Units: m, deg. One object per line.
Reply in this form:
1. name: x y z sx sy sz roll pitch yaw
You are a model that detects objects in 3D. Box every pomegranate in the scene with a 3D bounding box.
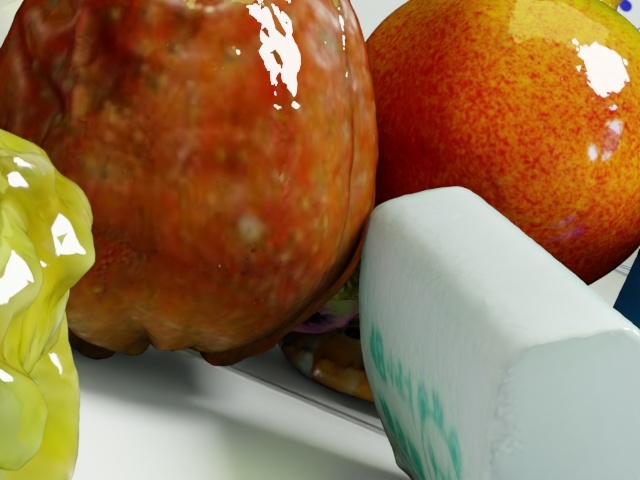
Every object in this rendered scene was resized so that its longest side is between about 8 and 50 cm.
1. pomegranate: 0.130 -0.082 1.069 0.220 0.257 0.221 23 -8 3

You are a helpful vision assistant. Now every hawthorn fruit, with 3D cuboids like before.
1. hawthorn fruit: -0.084 -0.051 0.955 0.258 0.262 0.258 9 25 -4

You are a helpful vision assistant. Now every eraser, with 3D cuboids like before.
1. eraser: 0.097 0.092 0.834 0.104 0.189 0.290 -9 15 -8

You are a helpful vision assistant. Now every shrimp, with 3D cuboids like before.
1. shrimp: 0.065 0.081 1.195 0.150 0.068 0.248 23 12 32

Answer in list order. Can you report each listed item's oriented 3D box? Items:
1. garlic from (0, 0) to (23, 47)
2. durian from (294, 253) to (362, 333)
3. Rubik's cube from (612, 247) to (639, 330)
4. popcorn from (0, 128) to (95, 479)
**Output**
1. garlic: -0.249 -0.113 1.166 0.281 0.185 0.203 31 34 30
2. durian: 0.002 0.002 1.117 0.186 0.119 0.108 -4 11 -37
3. Rubik's cube: 0.331 0.109 0.986 0.293 0.289 0.283 21 8 -4
4. popcorn: -0.151 0.046 0.510 0.155 0.198 0.197 22 9 7
